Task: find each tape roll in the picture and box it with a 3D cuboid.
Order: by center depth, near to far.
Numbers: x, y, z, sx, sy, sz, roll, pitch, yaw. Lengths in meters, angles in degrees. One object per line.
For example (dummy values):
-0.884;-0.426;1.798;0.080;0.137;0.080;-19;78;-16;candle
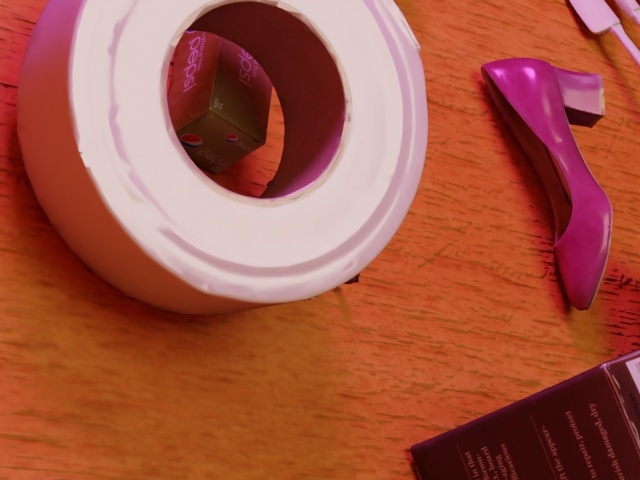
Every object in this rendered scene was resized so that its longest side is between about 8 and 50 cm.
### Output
-0.065;-0.091;1.291;0.286;0.100;0.286;5;80;-29;tape roll

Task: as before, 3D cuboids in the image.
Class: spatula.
0.358;-0.204;1.943;0.168;0.019;0.242;-22;74;-52;spatula

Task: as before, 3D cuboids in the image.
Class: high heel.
0.205;-0.055;1.688;0.117;0.082;0.244;6;74;-10;high heel

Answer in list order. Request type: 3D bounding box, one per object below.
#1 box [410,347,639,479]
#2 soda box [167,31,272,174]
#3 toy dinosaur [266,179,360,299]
0.217;0.189;1.422;0.168;0.203;0.167;-13;77;-50;box
-0.074;-0.145;1.425;0.058;0.061;0.181;31;47;-32;soda box
0.000;0.000;1.436;0.082;0.047;0.090;46;26;-46;toy dinosaur
